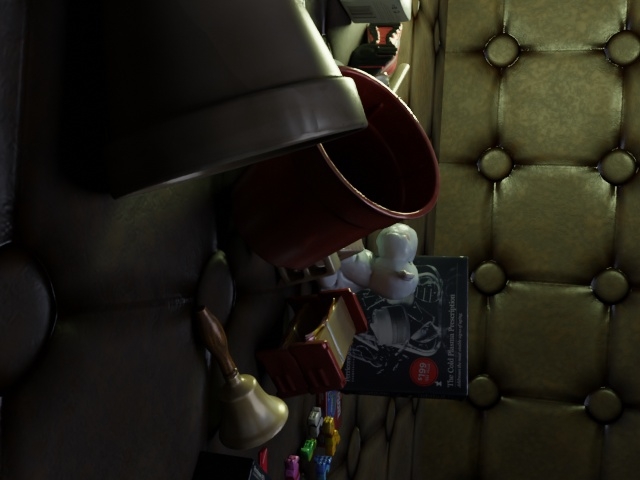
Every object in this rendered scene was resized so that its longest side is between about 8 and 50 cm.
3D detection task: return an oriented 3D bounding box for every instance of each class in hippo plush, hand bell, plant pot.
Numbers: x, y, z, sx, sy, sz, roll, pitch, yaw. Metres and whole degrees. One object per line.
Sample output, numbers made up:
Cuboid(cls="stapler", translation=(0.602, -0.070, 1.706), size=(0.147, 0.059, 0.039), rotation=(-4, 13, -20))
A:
Cuboid(cls="hippo plush", translation=(0.102, 0.052, 1.736), size=(0.234, 0.236, 0.294), rotation=(47, 49, -67))
Cuboid(cls="hand bell", translation=(-0.152, 0.208, 1.238), size=(0.126, 0.126, 0.242), rotation=(-61, 136, -54))
Cuboid(cls="plant pot", translation=(-0.131, -0.225, 0.916), size=(0.323, 0.323, 0.280), rotation=(-28, 104, -70))
Cuboid(cls="plant pot", translation=(0.004, -0.096, 1.241), size=(0.272, 0.265, 0.272), rotation=(24, 49, -31))

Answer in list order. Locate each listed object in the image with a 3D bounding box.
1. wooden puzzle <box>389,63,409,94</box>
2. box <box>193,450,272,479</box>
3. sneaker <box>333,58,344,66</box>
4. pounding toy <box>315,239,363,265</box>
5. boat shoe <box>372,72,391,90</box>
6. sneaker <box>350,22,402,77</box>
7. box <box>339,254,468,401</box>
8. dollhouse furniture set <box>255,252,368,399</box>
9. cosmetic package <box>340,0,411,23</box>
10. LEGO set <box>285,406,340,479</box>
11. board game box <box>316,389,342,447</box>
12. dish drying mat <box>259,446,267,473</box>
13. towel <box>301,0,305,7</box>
Cuboid(cls="wooden puzzle", translation=(0.123, -0.250, 1.946), size=(0.322, 0.080, 0.348), rotation=(-61, 167, -52))
Cuboid(cls="box", translation=(-0.140, 0.491, 1.283), size=(0.261, 0.103, 0.184), rotation=(68, 28, -53))
Cuboid(cls="sneaker", translation=(-0.012, -0.356, 1.530), size=(0.297, 0.111, 0.129), rotation=(-40, 122, -69))
Cuboid(cls="pounding toy", translation=(0.000, 0.000, 1.592), size=(0.100, 0.141, 0.130), rotation=(0, 72, -43))
Cuboid(cls="boat shoe", translation=(0.041, -0.242, 1.520), size=(0.285, 0.103, 0.092), rotation=(-34, 97, -28))
Cuboid(cls="sneaker", translation=(0.163, -0.473, 2.041), size=(0.314, 0.115, 0.136), rotation=(-65, 156, -47))
Cuboid(cls="box", translation=(0.212, 0.221, 1.919), size=(0.179, 0.312, 0.343), rotation=(64, 28, -72))
Cuboid(cls="dollhouse furniture set", translation=(-0.056, 0.091, 1.464), size=(0.374, 0.152, 0.201), rotation=(67, 27, -20))
Cuboid(cls="cosmetic package", translation=(0.141, -0.651, 1.875), size=(0.151, 0.151, 0.184), rotation=(19, 75, -73))
Cuboid(cls="LEGO set", translation=(-0.007, 0.451, 1.713), size=(0.227, 0.087, 0.093), rotation=(-60, 149, -57))
Cuboid(cls="board game box", translation=(0.024, 0.353, 1.891), size=(0.145, 0.027, 0.281), rotation=(-36, 127, -69))
Cuboid(cls="dish drying mat", translation=(-0.113, 0.453, 1.508), size=(0.032, 0.008, 0.083), rotation=(-32, 124, -70))
Cuboid(cls="towel", translation=(-0.047, -0.494, 1.512), size=(0.067, 0.029, 0.120), rotation=(-14, 106, -73))
